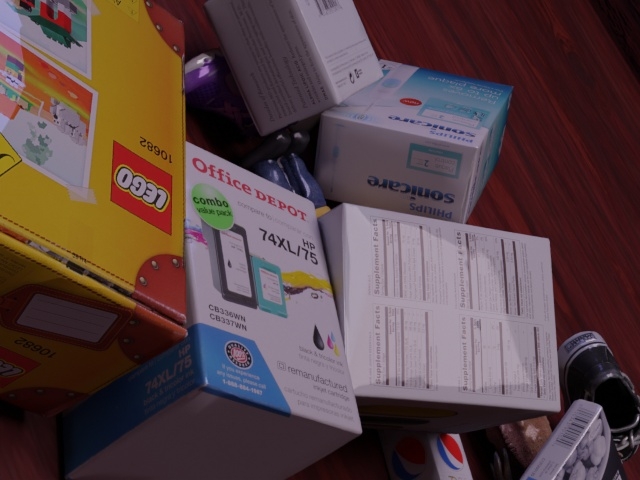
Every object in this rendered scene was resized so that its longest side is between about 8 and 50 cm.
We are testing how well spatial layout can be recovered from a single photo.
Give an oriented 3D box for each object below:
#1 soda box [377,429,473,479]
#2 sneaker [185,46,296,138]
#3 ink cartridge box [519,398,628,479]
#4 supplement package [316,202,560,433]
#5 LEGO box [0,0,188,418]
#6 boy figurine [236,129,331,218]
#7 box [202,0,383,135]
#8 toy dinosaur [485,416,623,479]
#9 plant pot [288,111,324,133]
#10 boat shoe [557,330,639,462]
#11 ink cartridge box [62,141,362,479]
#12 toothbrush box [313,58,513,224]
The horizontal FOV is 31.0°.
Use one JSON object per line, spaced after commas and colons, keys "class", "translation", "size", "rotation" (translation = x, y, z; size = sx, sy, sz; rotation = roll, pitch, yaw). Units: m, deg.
{"class": "soda box", "translation": [0.135, 0.294, 1.361], "size": [0.069, 0.074, 0.216], "rotation": [18, 46, -44]}
{"class": "sneaker", "translation": [-0.103, -0.184, 1.492], "size": [0.236, 0.095, 0.105], "rotation": [-5, 72, -57]}
{"class": "ink cartridge box", "translation": [0.304, 0.338, 1.415], "size": [0.206, 0.045, 0.208], "rotation": [-48, 131, -27]}
{"class": "supplement package", "translation": [0.091, 0.097, 1.253], "size": [0.262, 0.199, 0.198], "rotation": [9, 71, -27]}
{"class": "LEGO box", "translation": [-0.345, -0.132, 0.913], "size": [0.500, 0.193, 0.373], "rotation": [33, 38, -38]}
{"class": "boy figurine", "translation": [0.000, 0.000, 1.451], "size": [0.177, 0.092, 0.285], "rotation": [-6, 62, -59]}
{"class": "box", "translation": [-0.030, -0.250, 1.449], "size": [0.182, 0.119, 0.181], "rotation": [66, 27, -9]}
{"class": "toy dinosaur", "translation": [0.263, 0.262, 1.533], "size": [0.200, 0.127, 0.296], "rotation": [-5, 58, -48]}
{"class": "plant pot", "translation": [-0.013, -0.226, 1.645], "size": [0.109, 0.096, 0.109], "rotation": [51, 31, -7]}
{"class": "boat shoe", "translation": [0.423, 0.255, 1.667], "size": [0.105, 0.113, 0.306], "rotation": [58, -7, 46]}
{"class": "ink cartridge box", "translation": [-0.116, 0.085, 1.101], "size": [0.198, 0.197, 0.270], "rotation": [24, 42, -41]}
{"class": "toothbrush box", "translation": [0.135, -0.144, 1.625], "size": [0.216, 0.126, 0.295], "rotation": [14, 28, 14]}
